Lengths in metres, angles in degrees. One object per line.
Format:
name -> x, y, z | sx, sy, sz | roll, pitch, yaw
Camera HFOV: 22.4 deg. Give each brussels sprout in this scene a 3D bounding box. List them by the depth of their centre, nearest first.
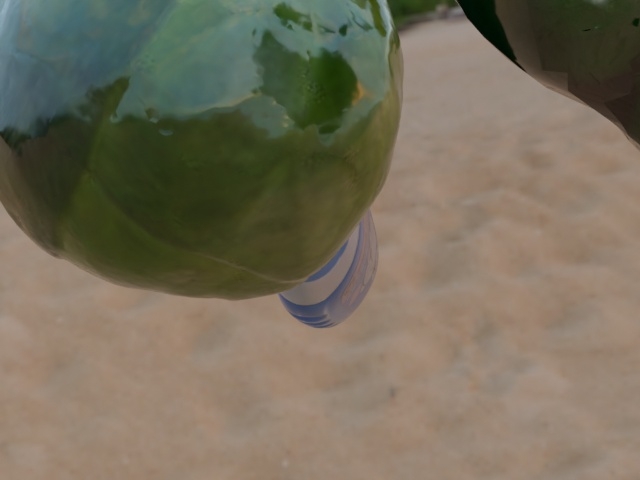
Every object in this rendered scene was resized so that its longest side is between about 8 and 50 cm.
brussels sprout -> -0.109, -0.117, 1.193 | 0.281, 0.354, 0.289 | -4, -39, -32

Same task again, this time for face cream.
face cream -> 0.000, 0.000, 1.424 | 0.083, 0.149, 0.264 | 6, -6, 8

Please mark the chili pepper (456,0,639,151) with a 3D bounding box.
chili pepper -> 0.190, -0.179, 0.882 | 0.249, 0.233, 0.256 | 26, 32, -22
